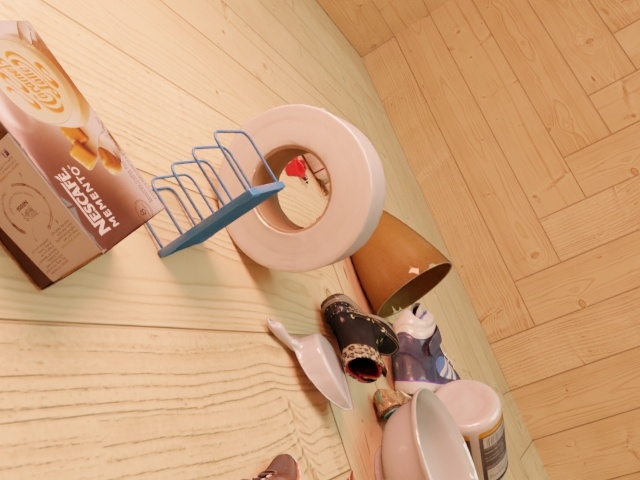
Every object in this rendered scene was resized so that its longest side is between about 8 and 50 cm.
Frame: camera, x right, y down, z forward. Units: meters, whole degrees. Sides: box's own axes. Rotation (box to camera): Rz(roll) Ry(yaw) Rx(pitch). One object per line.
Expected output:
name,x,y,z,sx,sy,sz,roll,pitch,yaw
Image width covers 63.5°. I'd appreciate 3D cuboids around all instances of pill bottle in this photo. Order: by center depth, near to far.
pill bottle,0.359,0.484,1.231,0.162,0.162,0.278,-76,154,-61
pill bottle,0.015,-0.248,1.450,0.221,0.121,0.121,58,21,-10

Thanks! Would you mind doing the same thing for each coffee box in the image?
coffee box,-0.298,-0.092,0.540,0.246,0.098,0.141,57,21,-14

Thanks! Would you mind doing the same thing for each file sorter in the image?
file sorter,-0.162,-0.070,0.742,0.104,0.170,0.118,59,20,0

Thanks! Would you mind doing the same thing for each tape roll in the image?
tape roll,-0.035,-0.089,0.904,0.286,0.286,0.100,65,21,6

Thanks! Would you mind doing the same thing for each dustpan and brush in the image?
dustpan and brush,-0.022,0.199,0.915,0.211,0.060,0.147,59,6,-29

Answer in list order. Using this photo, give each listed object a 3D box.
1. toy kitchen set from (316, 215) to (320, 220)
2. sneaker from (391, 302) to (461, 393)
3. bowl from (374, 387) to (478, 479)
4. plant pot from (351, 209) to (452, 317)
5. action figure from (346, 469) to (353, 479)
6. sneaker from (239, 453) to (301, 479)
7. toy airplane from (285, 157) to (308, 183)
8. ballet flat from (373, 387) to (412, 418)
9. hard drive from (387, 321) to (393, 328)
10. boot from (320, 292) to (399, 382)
toy kitchen set,0.000,0.000,1.248,0.083,0.075,0.068,-34,140,-38
sneaker,0.288,0.285,1.356,0.323,0.130,0.236,24,63,-51
bowl,0.196,0.450,0.996,0.298,0.134,0.298,50,23,-31
plant pot,0.178,0.039,1.391,0.254,0.237,0.237,54,16,23
action figure,-0.011,0.392,0.631,0.280,0.091,0.139,-3,77,-68
sneaker,-0.072,0.312,0.641,0.065,0.061,0.158,53,21,-7
toy airplane,-0.067,-0.215,1.345,0.151,0.028,0.151,48,26,-33
ballet flat,0.179,0.366,1.162,0.206,0.073,0.067,40,16,-53
hard drive,0.219,0.282,1.419,0.135,0.022,0.094,33,36,-53
boot,0.102,0.229,1.079,0.236,0.085,0.178,39,19,-34
